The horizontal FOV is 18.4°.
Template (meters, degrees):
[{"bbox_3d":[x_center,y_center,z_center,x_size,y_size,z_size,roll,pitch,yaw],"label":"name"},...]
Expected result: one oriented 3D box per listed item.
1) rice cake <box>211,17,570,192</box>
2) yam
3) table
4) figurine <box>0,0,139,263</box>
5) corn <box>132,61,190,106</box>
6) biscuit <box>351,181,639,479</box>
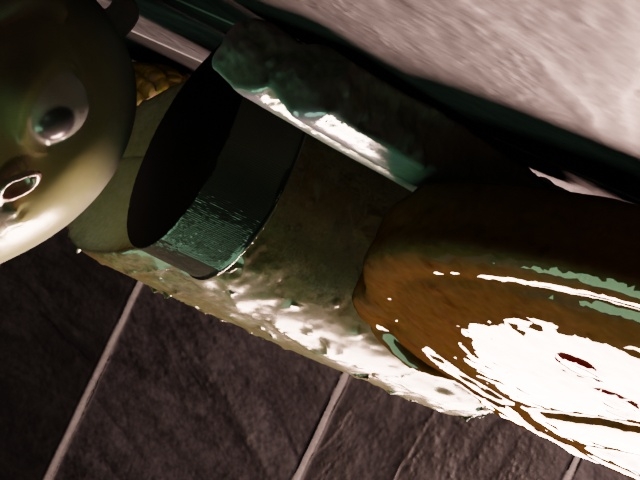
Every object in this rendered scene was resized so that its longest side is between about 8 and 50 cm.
[{"bbox_3d":[0.042,-0.052,1.023,0.085,0.040,0.226,25,179,42],"label":"rice cake"},{"bbox_3d":[0.000,0.000,1.311,0.304,0.168,0.168,27,178,-27],"label":"yam"},{"bbox_3d":[-0.057,-0.047,1.102,0.043,0.133,0.133,27,178,-22],"label":"table"},{"bbox_3d":[-0.247,-0.134,1.007,0.274,0.226,0.394,55,-178,17],"label":"figurine"},{"bbox_3d":[-0.150,-0.104,1.649,0.093,0.093,0.244,25,180,-15],"label":"corn"},{"bbox_3d":[0.201,0.082,1.051,0.359,0.074,0.381,9,156,44],"label":"biscuit"}]
